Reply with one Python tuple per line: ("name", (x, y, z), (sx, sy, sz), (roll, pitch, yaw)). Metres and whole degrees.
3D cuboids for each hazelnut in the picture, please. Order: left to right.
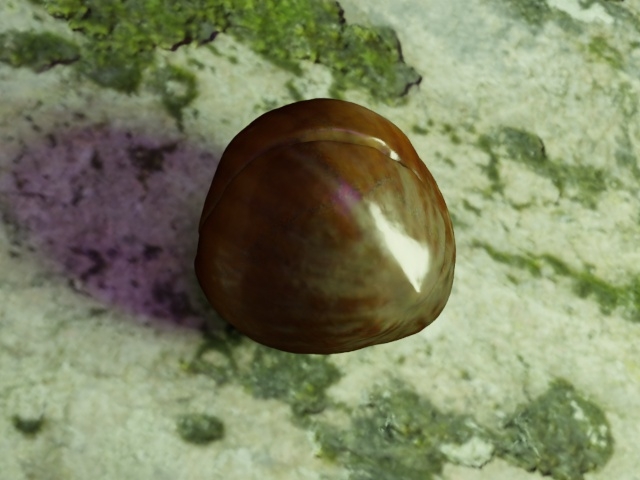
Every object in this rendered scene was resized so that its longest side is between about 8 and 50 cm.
("hazelnut", (0.000, 0.000, 1.115), (0.182, 0.182, 0.182), (8, 64, -17))
